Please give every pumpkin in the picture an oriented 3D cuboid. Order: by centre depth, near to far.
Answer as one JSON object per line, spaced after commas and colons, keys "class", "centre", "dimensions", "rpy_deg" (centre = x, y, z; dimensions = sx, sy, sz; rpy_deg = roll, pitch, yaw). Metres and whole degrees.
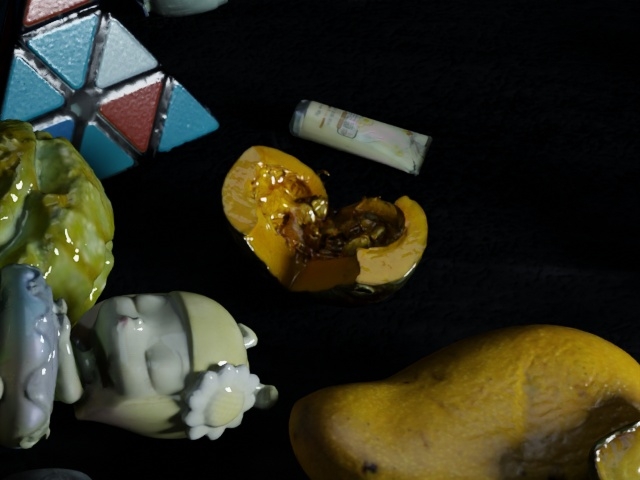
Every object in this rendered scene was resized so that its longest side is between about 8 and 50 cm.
{"class": "pumpkin", "centre": [0.000, 0.000, 1.216], "dimensions": [0.183, 0.107, 0.119], "rpy_deg": [25, 56, 10]}

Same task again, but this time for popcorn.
{"class": "popcorn", "centre": [-0.275, 0.004, 1.149], "dimensions": [0.204, 0.183, 0.221], "rpy_deg": [1, 57, 16]}

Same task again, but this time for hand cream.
{"class": "hand cream", "centre": [0.038, -0.105, 1.374], "dimensions": [0.143, 0.039, 0.061], "rpy_deg": [16, 44, 6]}

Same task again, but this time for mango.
{"class": "mango", "centre": [0.125, 0.157, 1.061], "dimensions": [0.295, 0.120, 0.177], "rpy_deg": [-11, 55, -12]}

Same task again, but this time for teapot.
{"class": "teapot", "centre": [-0.174, -0.307, 1.512], "dimensions": [0.108, 0.111, 0.149], "rpy_deg": [-25, 56, -7]}

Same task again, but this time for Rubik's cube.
{"class": "Rubik's cube", "centre": [-0.278, -0.119, 1.288], "dimensions": [0.284, 0.250, 0.234], "rpy_deg": [22, 67, 11]}

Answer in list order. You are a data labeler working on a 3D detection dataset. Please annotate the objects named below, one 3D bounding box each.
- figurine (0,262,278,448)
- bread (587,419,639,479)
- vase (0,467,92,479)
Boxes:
{"class": "figurine", "centre": [-0.227, 0.101, 1.005], "dimensions": [0.394, 0.274, 0.226], "rpy_deg": [3, 42, -25]}
{"class": "bread", "centre": [0.285, 0.226, 0.982], "dimensions": [0.161, 0.088, 0.233], "rpy_deg": [-20, 83, -31]}
{"class": "vase", "centre": [-0.191, 0.257, 0.958], "dimensions": [0.120, 0.120, 0.182], "rpy_deg": [-5, 64, -8]}
